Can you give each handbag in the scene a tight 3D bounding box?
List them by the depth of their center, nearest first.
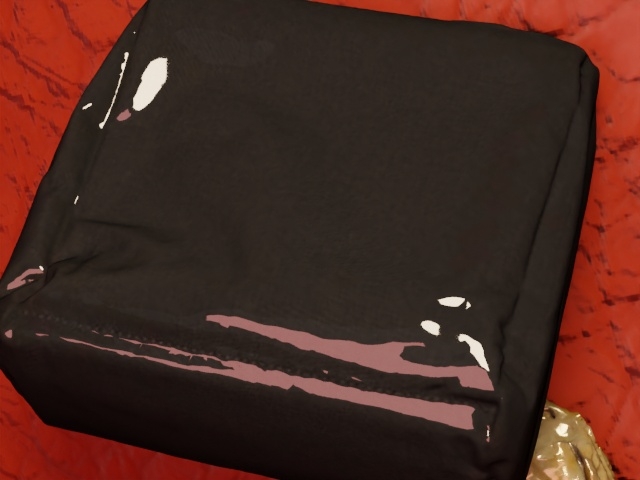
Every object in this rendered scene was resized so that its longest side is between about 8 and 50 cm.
[{"bbox_3d":[0.000,0.003,0.978,0.302,0.275,0.178,10,147,17],"label":"handbag"}]

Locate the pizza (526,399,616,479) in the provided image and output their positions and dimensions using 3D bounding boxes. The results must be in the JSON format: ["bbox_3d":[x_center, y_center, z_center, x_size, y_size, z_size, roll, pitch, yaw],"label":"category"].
[{"bbox_3d":[0.088,0.173,1.016,0.189,0.071,0.297,-35,81,27],"label":"pizza"}]
